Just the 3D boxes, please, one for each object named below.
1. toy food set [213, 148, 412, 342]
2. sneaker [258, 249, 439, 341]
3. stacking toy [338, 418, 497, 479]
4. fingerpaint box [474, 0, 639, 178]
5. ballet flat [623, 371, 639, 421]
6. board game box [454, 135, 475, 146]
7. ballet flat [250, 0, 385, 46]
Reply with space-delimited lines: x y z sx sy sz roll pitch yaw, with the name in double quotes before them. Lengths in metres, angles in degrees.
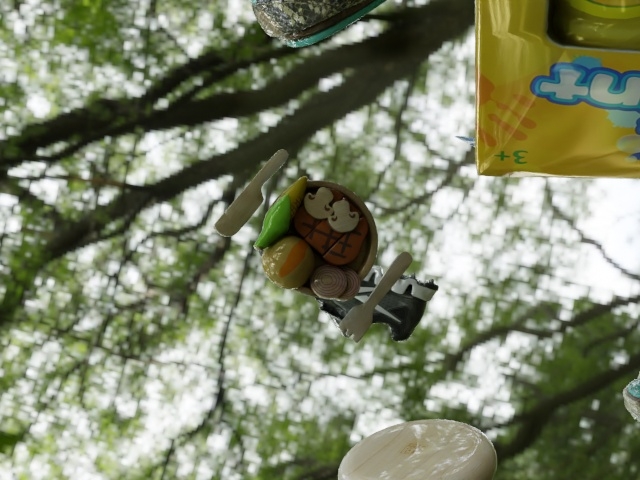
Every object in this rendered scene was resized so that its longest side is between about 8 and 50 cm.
"toy food set" 0.000 0.000 1.301 0.132 0.192 0.038 -53 4 -17
"sneaker" 0.024 0.065 1.598 0.078 0.234 0.106 -11 -60 -84
"stacking toy" 0.114 0.336 1.150 0.141 0.141 0.330 -37 -60 -54
"fingerpaint box" 0.295 -0.189 0.596 0.371 0.444 0.163 80 -166 -57
"ballet flat" 0.363 0.174 1.378 0.168 0.057 0.052 -17 -61 -64
"board game box" 0.292 -0.152 1.976 0.168 0.133 0.033 18 -90 -53
"ballet flat" 0.126 -0.374 1.369 0.482 0.164 0.182 -27 -70 -19
